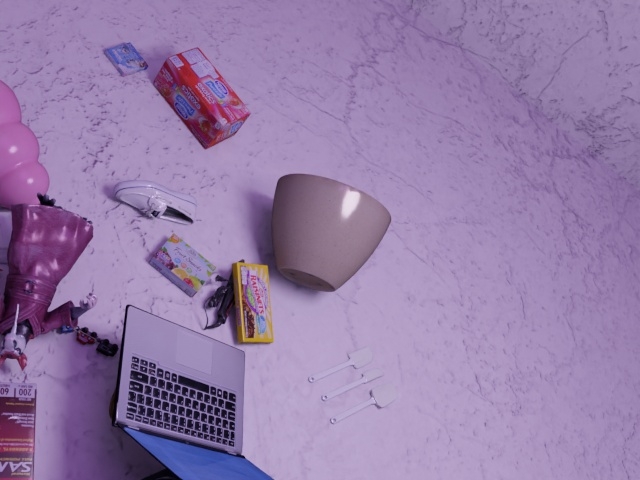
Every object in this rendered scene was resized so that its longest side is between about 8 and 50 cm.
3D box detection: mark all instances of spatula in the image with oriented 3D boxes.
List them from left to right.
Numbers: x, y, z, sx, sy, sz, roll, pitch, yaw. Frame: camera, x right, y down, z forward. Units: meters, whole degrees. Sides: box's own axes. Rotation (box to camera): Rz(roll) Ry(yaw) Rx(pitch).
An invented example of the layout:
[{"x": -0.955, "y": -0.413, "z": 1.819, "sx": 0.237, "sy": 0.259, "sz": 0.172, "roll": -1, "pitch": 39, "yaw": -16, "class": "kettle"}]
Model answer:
[{"x": 0.090, "y": 0.388, "z": 2.083, "sx": 0.242, "sy": 0.019, "sz": 0.168, "roll": -16, "pitch": 72, "yaw": -41, "class": "spatula"}]

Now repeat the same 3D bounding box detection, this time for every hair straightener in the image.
[{"x": -0.249, "y": 0.132, "z": 1.996, "sx": 0.089, "sy": 0.047, "sz": 0.230, "roll": 44, "pitch": 50, "yaw": -19, "class": "hair straightener"}]

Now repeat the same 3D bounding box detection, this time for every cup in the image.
[{"x": 0.000, "y": 0.000, "z": 2.111, "sx": 0.331, "sy": 0.331, "sz": 0.237, "roll": 25, "pitch": 74, "yaw": -20, "class": "cup"}]

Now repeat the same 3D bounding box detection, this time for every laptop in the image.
[{"x": -0.213, "y": 0.354, "z": 1.647, "sx": 0.382, "sy": 0.236, "sz": 0.408, "roll": 33, "pitch": 47, "yaw": -46, "class": "laptop"}]

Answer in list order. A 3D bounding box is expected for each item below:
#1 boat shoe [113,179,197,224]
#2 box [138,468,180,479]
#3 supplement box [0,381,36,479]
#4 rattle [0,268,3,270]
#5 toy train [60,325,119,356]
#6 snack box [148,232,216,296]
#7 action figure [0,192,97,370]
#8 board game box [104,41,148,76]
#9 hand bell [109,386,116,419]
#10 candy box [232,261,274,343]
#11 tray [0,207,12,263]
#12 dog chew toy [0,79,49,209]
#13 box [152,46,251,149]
[{"x": -0.416, "y": -0.095, "z": 1.999, "sx": 0.226, "sy": 0.083, "sz": 0.076, "roll": 10, "pitch": 55, "yaw": -31, "class": "boat shoe"}, {"x": -0.269, "y": 0.600, "z": 1.445, "sx": 0.312, "sy": 0.343, "sz": 0.179, "roll": -16, "pitch": 114, "yaw": -41, "class": "box"}, {"x": -0.630, "y": 0.400, "z": 1.524, "sx": 0.130, "sy": 0.073, "sz": 0.240, "roll": 9, "pitch": 57, "yaw": -31, "class": "supplement box"}, {"x": -0.738, "y": 0.085, "z": 1.608, "sx": 0.130, "sy": 0.143, "sz": 0.199, "roll": 43, "pitch": 54, "yaw": 12, "class": "rattle"}, {"x": -0.528, "y": 0.216, "z": 1.753, "sx": 0.158, "sy": 0.027, "sz": 0.036, "roll": 33, "pitch": 58, "yaw": -14, "class": "toy train"}, {"x": -0.348, "y": 0.062, "z": 1.975, "sx": 0.141, "sy": 0.037, "sz": 0.100, "roll": 40, "pitch": 45, "yaw": -7, "class": "snack box"}, {"x": -0.632, "y": 0.093, "z": 1.668, "sx": 0.248, "sy": 0.275, "sz": 0.371, "roll": 24, "pitch": 73, "yaw": -34, "class": "action figure"}, {"x": -0.553, "y": -0.517, "z": 2.229, "sx": 0.090, "sy": 0.020, "sz": 0.090, "roll": 51, "pitch": 47, "yaw": 4, "class": "board game box"}, {"x": -0.335, "y": 0.385, "z": 1.746, "sx": 0.242, "sy": 0.126, "sz": 0.126, "roll": 34, "pitch": 46, "yaw": -30, "class": "hand bell"}, {"x": -0.172, "y": 0.160, "z": 2.002, "sx": 0.105, "sy": 0.027, "sz": 0.206, "roll": 9, "pitch": 69, "yaw": -46, "class": "candy box"}, {"x": -0.788, "y": -0.016, "z": 1.720, "sx": 0.270, "sy": 0.030, "sz": 0.145, "roll": -2, "pitch": 63, "yaw": -36, "class": "tray"}, {"x": -0.741, "y": -0.214, "z": 1.778, "sx": 0.206, "sy": 0.206, "sz": 0.332, "roll": -37, "pitch": 93, "yaw": -44, "class": "dog chew toy"}, {"x": -0.340, "y": -0.408, "z": 2.236, "sx": 0.257, "sy": 0.122, "sz": 0.128, "roll": 51, "pitch": 46, "yaw": 4, "class": "box"}]
